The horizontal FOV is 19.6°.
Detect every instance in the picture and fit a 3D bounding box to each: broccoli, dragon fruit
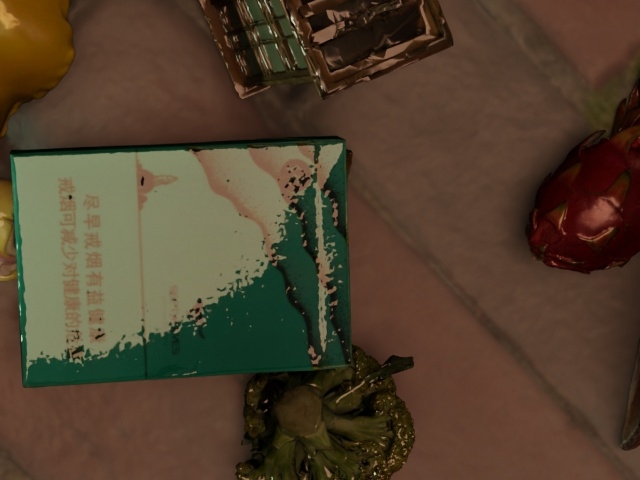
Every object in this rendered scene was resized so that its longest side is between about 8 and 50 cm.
[{"bbox_3d":[0.002,0.135,1.323,0.131,0.120,0.130,9,77,21],"label":"broccoli"},{"bbox_3d":[0.226,-0.052,1.363,0.094,0.094,0.190,39,77,-11],"label":"dragon fruit"}]

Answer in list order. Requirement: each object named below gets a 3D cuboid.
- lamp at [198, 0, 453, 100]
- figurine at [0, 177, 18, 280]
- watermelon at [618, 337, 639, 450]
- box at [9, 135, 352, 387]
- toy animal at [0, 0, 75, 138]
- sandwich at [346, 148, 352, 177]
[{"bbox_3d":[-0.006,-0.145,1.188,0.089,0.325,0.090,-23,97,-8],"label":"lamp"},{"bbox_3d":[-0.189,0.016,1.311,0.187,0.083,0.083,30,90,-24],"label":"figurine"},{"bbox_3d":[0.297,0.077,1.355,0.136,0.207,0.202,10,111,15],"label":"watermelon"},{"bbox_3d":[-0.093,0.014,1.259,0.226,0.042,0.160,-3,99,-9],"label":"box"},{"bbox_3d":[-0.255,-0.118,1.242,0.156,0.156,0.229,29,89,-11],"label":"toy animal"},{"bbox_3d":[0.000,0.000,1.331,0.074,0.074,0.116,-19,99,-7],"label":"sandwich"}]
